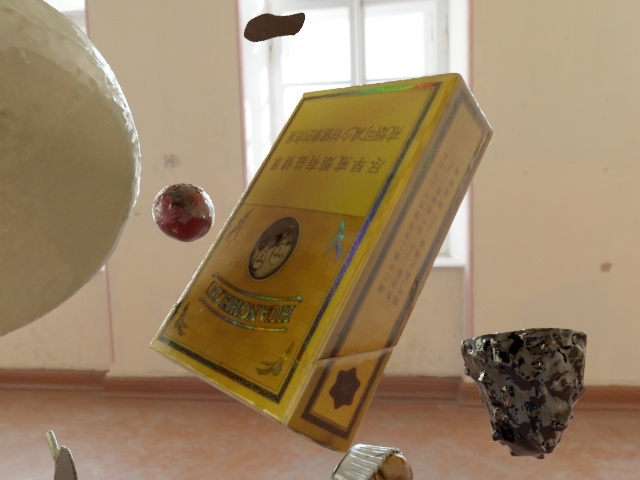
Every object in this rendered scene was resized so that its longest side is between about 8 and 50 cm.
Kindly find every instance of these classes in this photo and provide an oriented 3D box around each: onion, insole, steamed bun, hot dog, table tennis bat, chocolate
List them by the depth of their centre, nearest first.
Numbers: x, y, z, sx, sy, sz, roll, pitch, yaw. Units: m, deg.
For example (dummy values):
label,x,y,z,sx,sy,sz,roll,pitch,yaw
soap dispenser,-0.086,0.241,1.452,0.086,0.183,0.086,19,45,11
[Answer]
label,x,y,z,sx,sy,sz,roll,pitch,yaw
steamed bun,-0.292,-0.065,0.412,0.177,0.283,0.283,33,25,31
chocolate,0.236,0.179,0.621,0.156,0.133,0.156,1,-21,1
hot dog,0.051,0.357,0.625,0.075,0.268,0.144,16,23,39
insole,-0.064,-0.289,0.731,0.002,0.045,0.135,21,-3,-44
table tennis bat,-0.415,0.362,0.866,0.013,0.087,0.156,3,24,-41
onion,-0.281,-0.058,1.117,0.131,0.131,0.131,-2,6,0

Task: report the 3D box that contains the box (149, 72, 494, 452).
label,x,y,z,sx,sy,sz,roll,pitch,yaw
box,0.000,0.000,0.477,0.193,0.301,0.084,9,-26,47
